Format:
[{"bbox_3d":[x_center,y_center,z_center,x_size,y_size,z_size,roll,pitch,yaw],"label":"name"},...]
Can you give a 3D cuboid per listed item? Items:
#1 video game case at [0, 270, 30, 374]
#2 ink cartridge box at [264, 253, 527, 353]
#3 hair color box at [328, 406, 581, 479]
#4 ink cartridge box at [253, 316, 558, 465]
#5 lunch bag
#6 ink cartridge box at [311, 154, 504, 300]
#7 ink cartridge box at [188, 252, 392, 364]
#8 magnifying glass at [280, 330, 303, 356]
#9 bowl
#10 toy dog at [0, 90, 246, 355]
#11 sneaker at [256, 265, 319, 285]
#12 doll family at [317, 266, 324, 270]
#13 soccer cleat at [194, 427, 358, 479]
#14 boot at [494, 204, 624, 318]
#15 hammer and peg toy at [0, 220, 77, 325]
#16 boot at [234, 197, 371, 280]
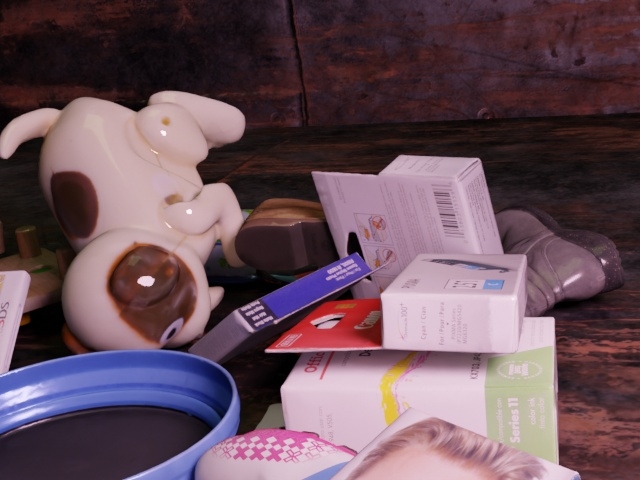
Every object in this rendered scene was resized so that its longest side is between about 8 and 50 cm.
[{"bbox_3d":[-0.534,0.136,1.483,0.227,0.026,0.206,-3,54,9],"label":"video game case"},{"bbox_3d":[0.098,0.066,1.205,0.261,0.066,0.296,-1,7,13],"label":"ink cartridge box"},{"bbox_3d":[0.019,0.275,0.732,0.347,0.105,0.174,-36,31,-30],"label":"hair color box"},{"bbox_3d":[0.083,0.174,1.186,0.354,0.119,0.207,-2,16,13],"label":"ink cartridge box"},{"bbox_3d":[-0.150,0.009,1.881,0.176,0.090,0.219,1,18,18],"label":"lunch bag"},{"bbox_3d":[0.131,0.016,1.432,0.239,0.275,0.060,7,36,41],"label":"ink cartridge box"},{"bbox_3d":[-0.043,0.087,1.429,0.223,0.045,0.224,-25,-8,-39],"label":"ink cartridge box"},{"bbox_3d":[0.004,0.165,1.424,0.092,0.026,0.231,-13,20,-22],"label":"magnifying glass"},{"bbox_3d":[-0.280,0.230,1.184,0.391,0.077,0.391,-7,15,2],"label":"bowl"},{"bbox_3d":[-0.270,-0.017,1.571,0.285,0.407,0.395,-35,-42,29],"label":"toy dog"},{"bbox_3d":[0.000,0.000,1.796,0.262,0.125,0.104,-15,14,-32],"label":"sneaker"},{"bbox_3d":[0.078,-0.008,1.629,0.263,0.163,0.118,11,-8,36],"label":"doll family"},{"bbox_3d":[0.004,0.252,0.957,0.331,0.116,0.143,3,20,28],"label":"soccer cleat"},{"bbox_3d":[0.270,0.042,1.607,0.223,0.118,0.338,-22,13,-18],"label":"boot"},{"bbox_3d":[-0.552,0.071,1.746,0.266,0.127,0.361,-19,21,-33],"label":"hammer and peg toy"},{"bbox_3d":[0.037,-0.015,1.543,0.305,0.112,0.115,6,34,10],"label":"boot"}]
